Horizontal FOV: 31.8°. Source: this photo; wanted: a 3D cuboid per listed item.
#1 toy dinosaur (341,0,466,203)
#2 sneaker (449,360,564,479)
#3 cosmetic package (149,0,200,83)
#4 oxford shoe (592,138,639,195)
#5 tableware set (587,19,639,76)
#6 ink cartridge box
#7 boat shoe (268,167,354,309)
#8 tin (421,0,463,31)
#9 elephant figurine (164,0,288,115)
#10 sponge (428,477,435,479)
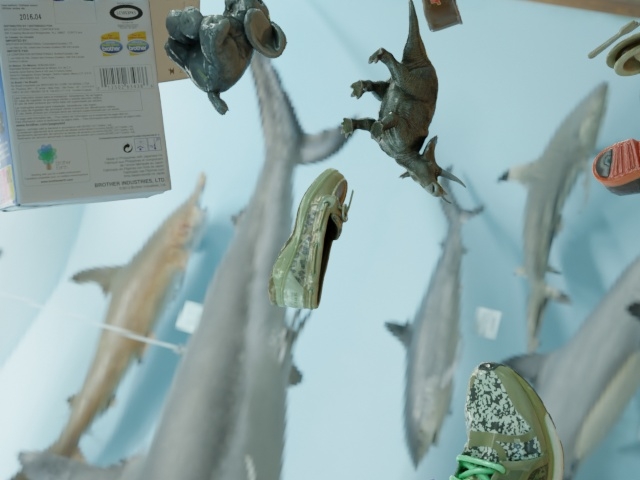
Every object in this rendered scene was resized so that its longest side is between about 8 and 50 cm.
[{"bbox_3d":[0.130,-0.217,1.770,0.160,0.121,0.313,7,-100,-40],"label":"toy dinosaur"},{"bbox_3d":[0.223,0.374,1.551,0.182,0.158,0.410,3,-94,-41],"label":"sneaker"},{"bbox_3d":[-0.401,-0.420,2.261,0.385,0.156,0.217,-30,-57,-61],"label":"cosmetic package"},{"bbox_3d":[0.613,-0.143,1.930,0.098,0.271,0.097,39,-132,-44],"label":"oxford shoe"},{"bbox_3d":[0.442,-0.257,1.395,0.128,0.194,0.039,2,-118,-39],"label":"tableware set"},{"bbox_3d":[-0.413,-0.258,1.865,0.270,0.151,0.395,-7,-89,-30],"label":"ink cartridge box"},{"bbox_3d":[0.000,0.000,1.918,0.104,0.089,0.285,73,-146,-54],"label":"boat shoe"},{"bbox_3d":[0.107,-0.267,1.104,0.189,0.040,0.106,-83,-31,-66],"label":"tin"},{"bbox_3d":[-0.143,-0.370,1.986,0.239,0.169,0.186,-32,-35,-40],"label":"elephant figurine"},{"bbox_3d":[0.191,0.395,1.369,0.031,0.210,0.117,-18,-45,-57],"label":"sponge"}]
